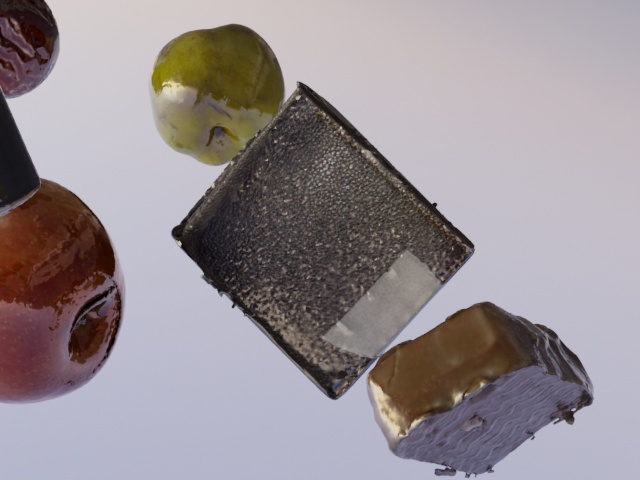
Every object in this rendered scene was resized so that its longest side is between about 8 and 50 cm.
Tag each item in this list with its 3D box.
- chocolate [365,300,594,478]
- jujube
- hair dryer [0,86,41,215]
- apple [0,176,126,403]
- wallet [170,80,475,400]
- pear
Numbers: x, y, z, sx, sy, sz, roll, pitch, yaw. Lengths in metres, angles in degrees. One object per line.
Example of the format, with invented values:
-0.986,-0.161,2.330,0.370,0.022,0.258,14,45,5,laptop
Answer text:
0.133,0.123,1.332,0.214,0.148,0.093,30,-154,-58,chocolate
-0.471,-0.310,2.219,0.168,0.168,0.236,25,158,43,jujube
-0.323,-0.051,1.012,0.255,0.128,0.070,-19,-159,-6,hair dryer
-0.282,0.055,1.519,0.173,0.210,0.235,19,154,28,apple
0.000,0.000,1.597,0.262,0.221,0.071,45,-172,20,wallet
-0.145,-0.208,2.179,0.200,0.200,0.200,13,-169,-3,pear
